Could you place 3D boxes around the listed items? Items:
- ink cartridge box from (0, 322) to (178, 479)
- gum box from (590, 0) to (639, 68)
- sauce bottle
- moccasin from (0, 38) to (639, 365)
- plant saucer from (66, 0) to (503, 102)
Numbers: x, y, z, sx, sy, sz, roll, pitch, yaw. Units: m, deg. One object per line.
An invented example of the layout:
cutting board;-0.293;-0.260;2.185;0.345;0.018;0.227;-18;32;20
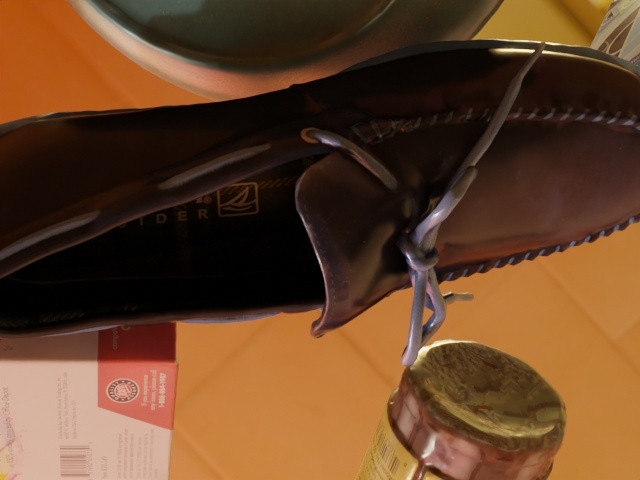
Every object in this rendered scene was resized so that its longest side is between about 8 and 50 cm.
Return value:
ink cartridge box;-0.173;0.067;0.815;0.115;0.198;0.067;100;-12;-49
gum box;0.215;-0.124;0.935;0.157;0.041;0.184;-38;-166;41
sauce bottle;0.050;0.222;1.045;0.111;0.111;0.344;-49;163;-55
moccasin;0.000;0.000;0.739;0.342;0.138;0.117;-12;-145;0
plant saucer;-0.043;-0.206;0.768;0.317;0.317;0.043;-40;180;36
